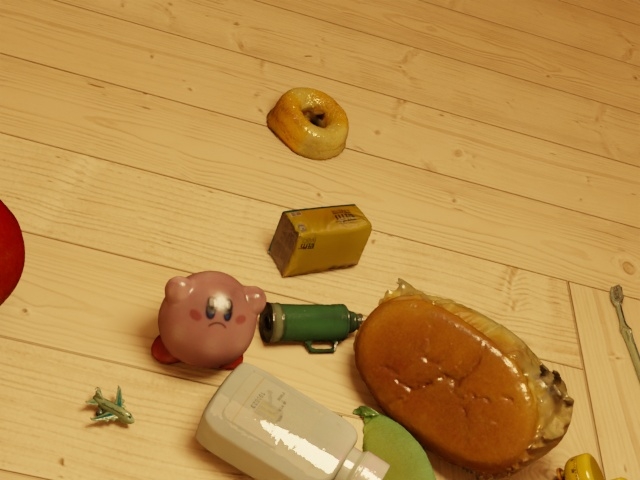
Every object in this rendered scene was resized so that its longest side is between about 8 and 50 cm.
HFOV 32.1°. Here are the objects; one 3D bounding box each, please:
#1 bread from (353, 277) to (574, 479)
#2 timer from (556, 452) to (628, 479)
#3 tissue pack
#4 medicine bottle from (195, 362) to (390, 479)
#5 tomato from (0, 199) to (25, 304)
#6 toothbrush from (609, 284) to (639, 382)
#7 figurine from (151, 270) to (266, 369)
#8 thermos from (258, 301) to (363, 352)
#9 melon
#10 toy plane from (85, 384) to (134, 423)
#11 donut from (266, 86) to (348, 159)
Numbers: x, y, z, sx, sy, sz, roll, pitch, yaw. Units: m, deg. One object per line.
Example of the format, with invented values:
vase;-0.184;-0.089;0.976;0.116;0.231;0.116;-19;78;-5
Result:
bread;0.234;0.246;1.909;0.388;0.236;0.183;31;20;29
timer;0.469;0.417;1.910;0.107;0.109;0.107;51;26;-38
tissue pack;0.000;0.000;2.133;0.169;0.120;0.082;-6;47;-32
medicine bottle;-0.040;0.327;1.774;0.296;0.111;0.161;28;43;8
tomato;-0.612;0.004;1.764;0.298;0.226;0.299;15;38;-12
toothbrush;0.636;0.205;2.283;0.026;0.028;0.294;9;48;-14
figurine;-0.187;0.131;1.867;0.173;0.173;0.173;13;42;-12
thermos;-0.010;0.150;2.002;0.187;0.073;0.083;1;44;-24
melon;0.119;0.371;1.842;0.114;0.053;0.262;-29;44;-2
toy plane;-0.330;0.267;1.760;0.083;0.033;0.080;34;40;2
donut;-0.021;-0.264;2.441;0.174;0.075;0.190;-5;48;-29
